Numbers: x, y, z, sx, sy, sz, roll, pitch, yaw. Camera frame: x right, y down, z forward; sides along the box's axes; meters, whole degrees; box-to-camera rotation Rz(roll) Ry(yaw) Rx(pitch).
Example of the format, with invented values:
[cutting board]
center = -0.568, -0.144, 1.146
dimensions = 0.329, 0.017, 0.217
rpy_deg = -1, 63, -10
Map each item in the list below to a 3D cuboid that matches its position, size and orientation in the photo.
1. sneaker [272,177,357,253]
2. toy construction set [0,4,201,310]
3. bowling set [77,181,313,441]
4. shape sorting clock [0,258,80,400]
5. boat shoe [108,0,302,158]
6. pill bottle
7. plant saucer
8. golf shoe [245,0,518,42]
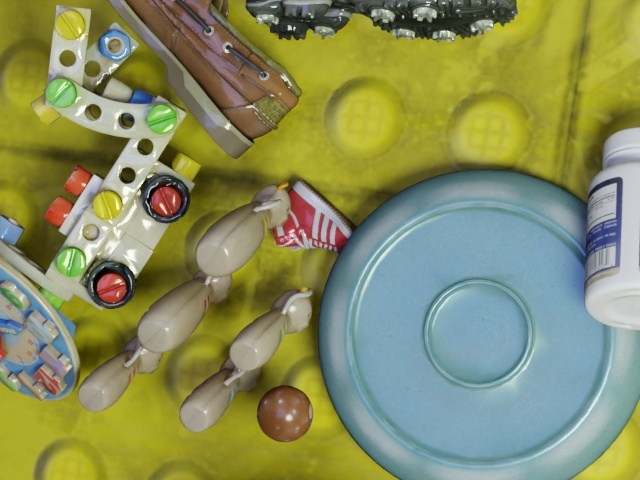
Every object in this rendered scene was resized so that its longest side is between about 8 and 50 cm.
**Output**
[sneaker]
center = 0.000, 0.000, 1.721
dimensions = 0.118, 0.042, 0.067
rpy_deg = 44, 98, 23
[toy construction set]
center = -0.248, -0.054, 1.755
dimensions = 0.215, 0.151, 0.327
rpy_deg = 32, 107, -8
[bowling set]
center = -0.081, 0.107, 1.694
dimensions = 0.200, 0.154, 0.287
rpy_deg = 45, 121, 0
[shape sorting clock]
center = -0.327, 0.084, 1.763
dimensions = 0.206, 0.206, 0.040
rpy_deg = 23, 52, 20
[boat shoe]
center = -0.137, -0.230, 1.766
dimensions = 0.104, 0.111, 0.307
rpy_deg = -39, 83, 7
[pill bottle]
center = 0.288, -0.013, 1.574
dimensions = 0.094, 0.094, 0.169
rpy_deg = -3, 61, 19
[plant saucer]
center = 0.149, 0.088, 1.635
dimensions = 0.318, 0.044, 0.317
rpy_deg = -1, 85, 11
[golf shoe]
center = 0.059, -0.259, 1.696
dimensions = 0.273, 0.105, 0.120
rpy_deg = 5, 79, 19
